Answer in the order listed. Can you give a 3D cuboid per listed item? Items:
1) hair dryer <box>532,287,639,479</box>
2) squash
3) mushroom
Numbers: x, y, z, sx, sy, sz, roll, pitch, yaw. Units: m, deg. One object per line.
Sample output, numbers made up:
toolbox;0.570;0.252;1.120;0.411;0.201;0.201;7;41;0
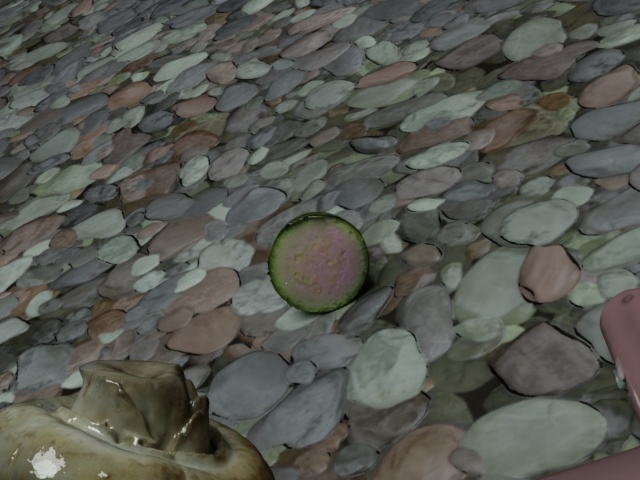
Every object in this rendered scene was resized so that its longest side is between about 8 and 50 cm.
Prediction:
hair dryer;0.232;0.135;0.767;0.210;0.125;0.352;-20;21;11
squash;-0.007;0.004;1.150;0.105;0.105;0.132;-23;18;3
mushroom;-0.152;0.184;0.846;0.254;0.184;0.255;2;2;0
